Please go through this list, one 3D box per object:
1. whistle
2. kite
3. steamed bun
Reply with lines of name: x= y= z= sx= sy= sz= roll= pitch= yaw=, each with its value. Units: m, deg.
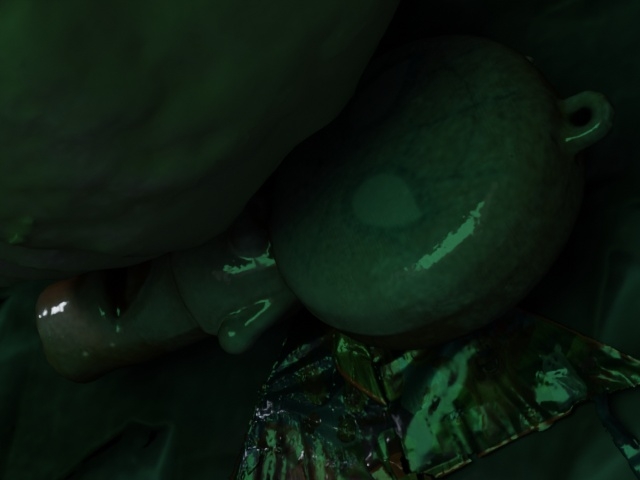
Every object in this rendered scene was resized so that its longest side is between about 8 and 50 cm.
whistle: x=0.000 y=0.000 z=0.594 sx=0.220 sy=0.057 sz=0.107 roll=-22 pitch=47 yaw=24
kite: x=0.026 y=0.069 z=0.593 sx=0.183 sy=0.010 sz=0.160 roll=-30 pitch=64 yaw=20
steamed bun: x=-0.116 y=-0.105 z=0.560 sx=0.275 sy=0.320 sz=0.206 roll=36 pitch=99 yaw=0
